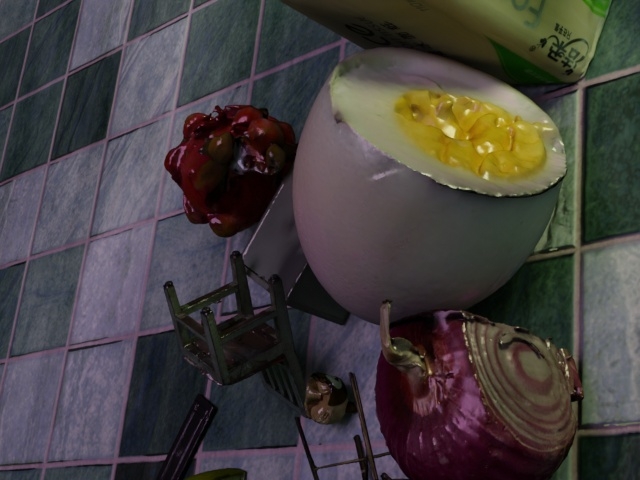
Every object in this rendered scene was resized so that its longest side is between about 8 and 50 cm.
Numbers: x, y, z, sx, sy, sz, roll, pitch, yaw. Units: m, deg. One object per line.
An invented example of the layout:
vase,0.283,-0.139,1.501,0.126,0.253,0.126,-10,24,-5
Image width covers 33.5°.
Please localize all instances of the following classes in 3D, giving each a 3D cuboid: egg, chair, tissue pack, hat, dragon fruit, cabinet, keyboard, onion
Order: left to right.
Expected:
keyboard,-0.245,0.374,1.887,0.061,0.013,0.204,29,94,50
dragon fruit,-0.141,-0.136,1.826,0.243,0.228,0.307,-81,18,-45
chair,-0.127,0.173,1.645,0.136,0.147,0.270,28,137,49
cabinet,0.000,0.000,1.702,0.145,0.150,0.206,34,97,45
hat,0.015,0.243,1.639,0.077,0.059,0.076,19,102,55
chair,0.084,0.352,1.439,0.170,0.160,0.325,-42,45,28
egg,0.123,-0.040,1.467,0.354,0.355,0.339,63,143,43
tissue pack,0.161,-0.372,1.519,0.332,0.405,0.205,13,84,49
onion,0.184,0.220,1.344,0.256,0.273,0.230,119,154,-70

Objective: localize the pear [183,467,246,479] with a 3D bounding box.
pear,-0.255,0.510,1.750,0.239,0.139,0.288,-22,55,49
